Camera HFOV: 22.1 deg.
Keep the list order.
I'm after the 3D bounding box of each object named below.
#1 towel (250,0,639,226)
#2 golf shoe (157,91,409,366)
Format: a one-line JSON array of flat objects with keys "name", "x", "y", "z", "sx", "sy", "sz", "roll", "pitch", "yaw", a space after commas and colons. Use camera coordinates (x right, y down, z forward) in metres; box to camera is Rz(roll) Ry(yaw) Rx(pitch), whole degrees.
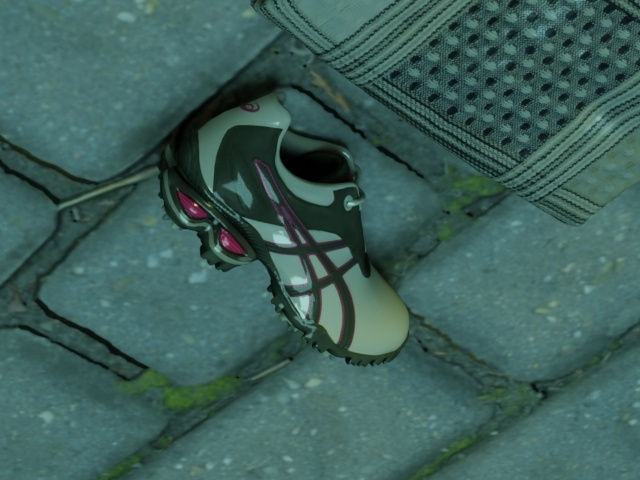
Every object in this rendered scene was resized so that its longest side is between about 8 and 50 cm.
[{"name": "towel", "x": 0.177, "y": -0.149, "z": 0.993, "sx": 0.312, "sy": 0.056, "sz": 0.324, "roll": 33, "pitch": 129, "yaw": -32}, {"name": "golf shoe", "x": 0.000, "y": 0.000, "z": 1.241, "sx": 0.120, "sy": 0.105, "sz": 0.273, "roll": -37, "pitch": 129, "yaw": 17}]
